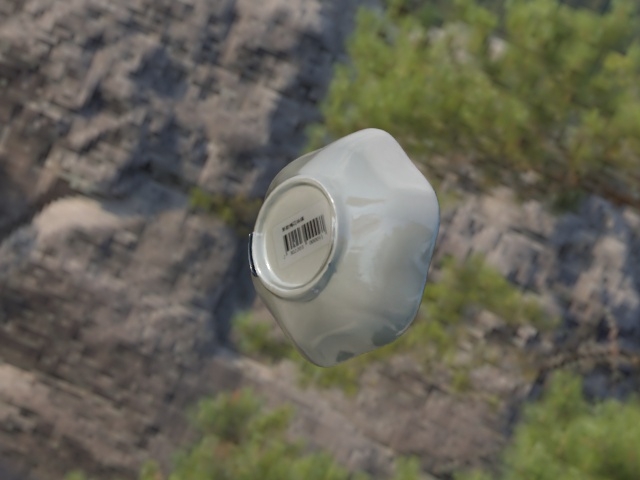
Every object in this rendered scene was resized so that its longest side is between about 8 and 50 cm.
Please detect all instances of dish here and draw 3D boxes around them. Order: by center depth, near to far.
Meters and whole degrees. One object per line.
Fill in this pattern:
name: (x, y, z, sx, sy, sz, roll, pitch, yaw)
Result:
dish: (0.000, 0.000, 1.290, 0.066, 0.191, 0.190, 13, 18, -45)
